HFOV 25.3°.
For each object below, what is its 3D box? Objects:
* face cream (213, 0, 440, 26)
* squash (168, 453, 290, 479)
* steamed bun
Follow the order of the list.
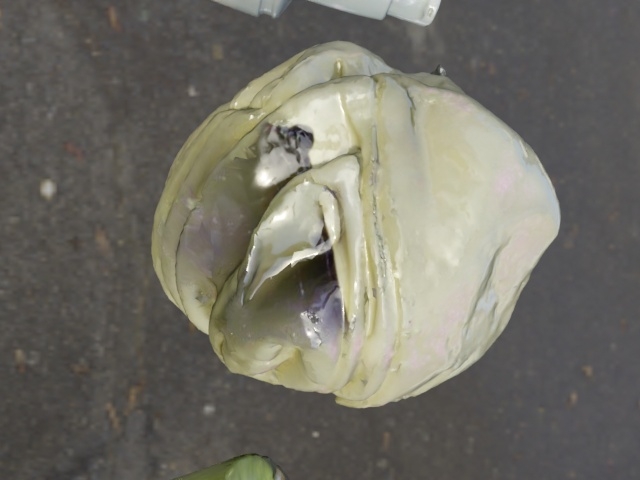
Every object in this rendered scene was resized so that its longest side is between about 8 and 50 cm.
[{"bbox_3d":[-0.043,-0.194,0.895,0.101,0.251,0.101,-160,-90,-87],"label":"face cream"},{"bbox_3d":[-0.011,0.179,0.377,0.252,0.048,0.252,-15,90,-83],"label":"squash"},{"bbox_3d":[0.000,0.000,1.082,0.206,0.320,0.275,-21,86,-48],"label":"steamed bun"}]
